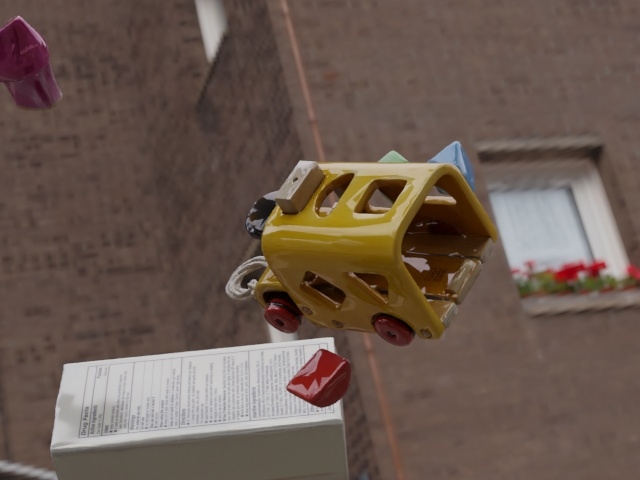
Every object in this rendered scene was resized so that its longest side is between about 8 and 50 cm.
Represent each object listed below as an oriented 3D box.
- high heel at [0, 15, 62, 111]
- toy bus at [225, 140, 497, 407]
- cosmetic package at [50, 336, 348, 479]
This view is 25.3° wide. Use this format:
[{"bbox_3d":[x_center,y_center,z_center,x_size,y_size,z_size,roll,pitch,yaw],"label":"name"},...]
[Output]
[{"bbox_3d":[-0.402,-0.203,1.562,0.244,0.082,0.117,11,-40,27],"label":"high heel"},{"bbox_3d":[0.012,-0.003,0.949,0.202,0.191,0.104,-30,-55,6],"label":"toy bus"},{"bbox_3d":[-0.122,0.206,1.502,0.296,0.153,0.129,-5,-57,1],"label":"cosmetic package"}]
